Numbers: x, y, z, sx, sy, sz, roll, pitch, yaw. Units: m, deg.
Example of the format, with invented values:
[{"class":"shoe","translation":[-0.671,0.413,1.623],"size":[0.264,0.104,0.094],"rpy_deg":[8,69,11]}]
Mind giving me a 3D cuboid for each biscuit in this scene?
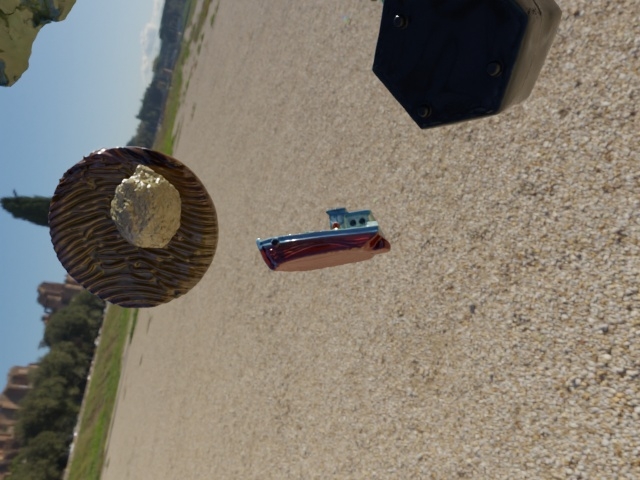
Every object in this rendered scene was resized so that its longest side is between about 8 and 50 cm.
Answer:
[{"class":"biscuit","translation":[-0.353,-0.020,0.953],"size":[0.040,0.317,0.318],"rpy_deg":[-102,29,-75]}]

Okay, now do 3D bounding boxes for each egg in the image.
[{"class":"egg","translation":[-0.299,-0.054,0.864],"size":[0.118,0.116,0.140],"rpy_deg":[99,161,-67]}]

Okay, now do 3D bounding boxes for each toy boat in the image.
[{"class":"toy boat","translation":[0.000,0.000,0.631],"size":[0.069,0.172,0.059],"rpy_deg":[47,-145,-65]}]

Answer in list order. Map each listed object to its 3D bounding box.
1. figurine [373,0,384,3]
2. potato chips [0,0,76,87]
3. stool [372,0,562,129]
[{"class":"figurine","translation":[0.162,-0.426,0.892],"size":[0.178,0.144,0.114],"rpy_deg":[54,-147,-57]},{"class":"potato chips","translation":[-0.332,-0.158,0.208],"size":[0.373,0.389,0.097],"rpy_deg":[-16,75,20]},{"class":"stool","translation":[0.191,-0.271,0.687],"size":[0.232,0.141,0.232],"rpy_deg":[23,128,32]}]
